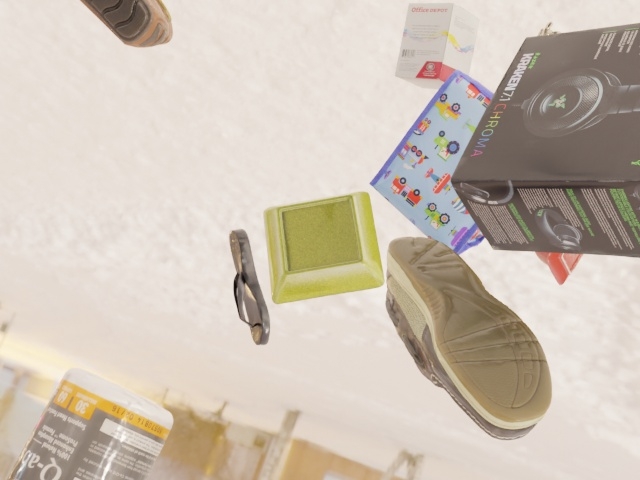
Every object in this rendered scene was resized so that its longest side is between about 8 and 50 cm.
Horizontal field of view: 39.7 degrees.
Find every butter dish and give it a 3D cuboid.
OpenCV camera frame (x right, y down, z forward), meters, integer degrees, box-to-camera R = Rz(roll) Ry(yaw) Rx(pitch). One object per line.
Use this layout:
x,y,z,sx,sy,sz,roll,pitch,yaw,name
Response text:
0.529,-0.006,2.002,0.118,0.160,0.160,28,170,37,butter dish

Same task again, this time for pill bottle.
-0.319,0.320,1.147,0.162,0.278,0.162,23,163,7,pill bottle

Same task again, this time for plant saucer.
0.000,0.000,1.474,0.188,0.188,0.045,-10,150,3,plant saucer

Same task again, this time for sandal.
-0.165,0.104,1.894,0.054,0.255,0.097,-12,172,-23,sandal

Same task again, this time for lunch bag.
0.268,-0.153,1.642,0.221,0.293,0.138,44,-147,17,lunch bag

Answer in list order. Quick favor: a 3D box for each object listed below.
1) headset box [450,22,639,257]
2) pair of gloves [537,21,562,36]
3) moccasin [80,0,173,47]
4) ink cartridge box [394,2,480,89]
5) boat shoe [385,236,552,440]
0.332,-0.114,0.990,0.283,0.246,0.131,5,145,44,headset box
0.453,-0.322,1.868,0.042,0.240,0.204,25,161,29,pair of gloves
-0.428,-0.534,1.750,0.380,0.139,0.147,43,-165,9,moccasin
0.270,-0.446,2.044,0.128,0.176,0.127,14,-176,40,ink cartridge box
0.108,0.080,0.698,0.080,0.073,0.223,-5,-146,-18,boat shoe
